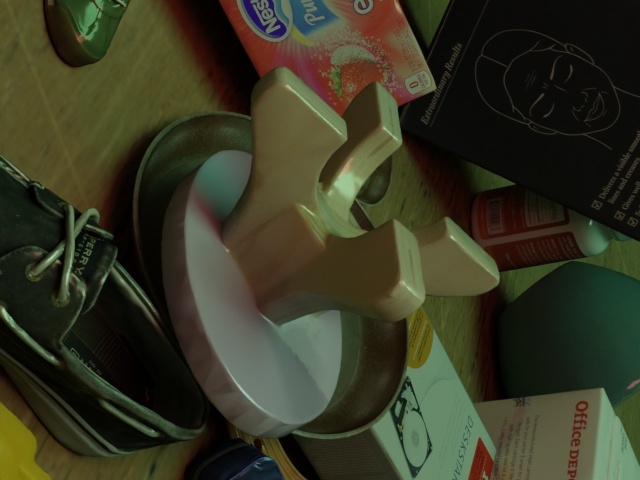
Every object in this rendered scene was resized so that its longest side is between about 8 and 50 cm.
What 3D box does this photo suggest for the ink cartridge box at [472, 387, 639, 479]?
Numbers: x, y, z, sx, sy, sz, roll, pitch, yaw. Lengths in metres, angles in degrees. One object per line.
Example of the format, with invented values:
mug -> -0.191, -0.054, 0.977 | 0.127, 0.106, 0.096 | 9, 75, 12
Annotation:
ink cartridge box -> 0.226, 0.293, 1.274 | 0.168, 0.233, 0.171 | 60, 34, -31

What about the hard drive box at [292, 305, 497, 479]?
hard drive box -> 0.081, 0.200, 1.135 | 0.232, 0.089, 0.181 | 61, 34, -30

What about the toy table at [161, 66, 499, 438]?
toy table -> 0.000, 0.000, 0.857 | 0.252, 0.161, 0.274 | 33, 32, -39

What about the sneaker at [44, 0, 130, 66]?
sneaker -> -0.166, -0.237, 0.910 | 0.064, 0.086, 0.192 | 31, 54, -54

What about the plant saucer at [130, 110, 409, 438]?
plant saucer -> -0.046, 0.032, 0.990 | 0.311, 0.050, 0.310 | 30, 43, -33

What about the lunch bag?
lunch bag -> -0.063, 0.218, 0.945 | 0.067, 0.065, 0.098 | -30, 113, -21

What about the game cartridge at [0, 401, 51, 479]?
game cartridge -> -0.284, 0.171, 0.587 | 0.285, 0.053, 0.323 | 56, 37, -36

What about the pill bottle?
pill bottle -> 0.331, -0.029, 1.598 | 0.121, 0.216, 0.121 | 29, 56, -55

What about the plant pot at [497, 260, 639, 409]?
plant pot -> 0.358, 0.145, 1.575 | 0.195, 0.290, 0.290 | 53, 24, 16

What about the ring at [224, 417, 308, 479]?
ring -> -0.010, 0.133, 1.119 | 0.336, 0.032, 0.336 | 29, 56, -55

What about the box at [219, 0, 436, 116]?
box -> -0.025, -0.258, 1.067 | 0.142, 0.154, 0.300 | -102, 166, -59

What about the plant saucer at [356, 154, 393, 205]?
plant saucer -> 0.033, -0.119, 1.288 | 0.168, 0.029, 0.168 | 31, 53, -53

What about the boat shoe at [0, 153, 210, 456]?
boat shoe -> -0.182, 0.020, 0.753 | 0.335, 0.119, 0.121 | 55, 36, -37

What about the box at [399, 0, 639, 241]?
box -> 0.343, -0.216, 1.417 | 0.212, 0.395, 0.293 | -59, 174, -52
